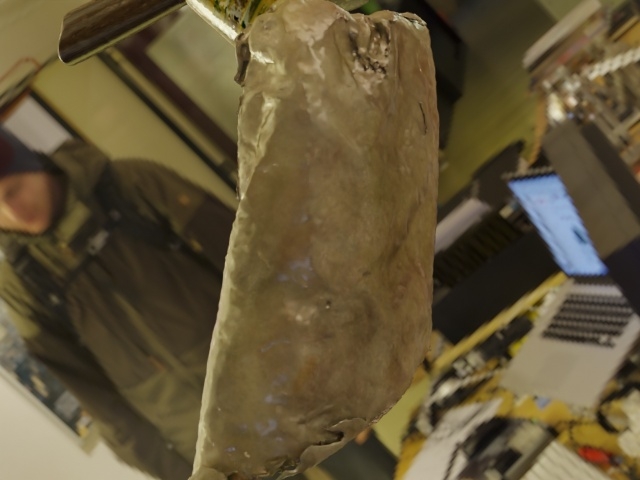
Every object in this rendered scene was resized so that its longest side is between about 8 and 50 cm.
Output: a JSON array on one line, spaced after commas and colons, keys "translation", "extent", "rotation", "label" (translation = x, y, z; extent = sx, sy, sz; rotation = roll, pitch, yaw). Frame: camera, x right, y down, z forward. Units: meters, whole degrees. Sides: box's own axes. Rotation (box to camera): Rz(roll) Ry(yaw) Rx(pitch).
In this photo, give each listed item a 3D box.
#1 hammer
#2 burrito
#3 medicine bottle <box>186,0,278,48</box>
[{"translation": [-0.117, -0.296, 1.281], "extent": [0.409, 0.095, 0.242], "rotation": [-22, 57, 25], "label": "hammer"}, {"translation": [0.011, 0.003, 0.797], "extent": [0.107, 0.175, 0.347], "rotation": [-1, 81, 57], "label": "burrito"}, {"translation": [-0.027, -0.186, 1.062], "extent": [0.064, 0.260, 0.095], "rotation": [-20, -36, -46], "label": "medicine bottle"}]
